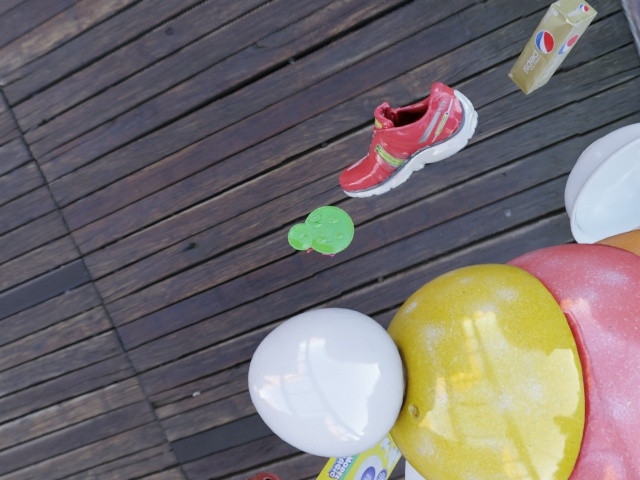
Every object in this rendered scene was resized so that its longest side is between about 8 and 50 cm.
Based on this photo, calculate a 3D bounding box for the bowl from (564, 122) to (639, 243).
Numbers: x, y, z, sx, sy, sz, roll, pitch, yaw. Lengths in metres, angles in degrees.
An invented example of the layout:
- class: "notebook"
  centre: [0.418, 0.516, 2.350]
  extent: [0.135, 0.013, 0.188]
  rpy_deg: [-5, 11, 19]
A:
- class: "bowl"
  centre: [0.623, -0.127, 1.078]
  extent: [0.298, 0.134, 0.297]
  rpy_deg: [-7, 131, -8]

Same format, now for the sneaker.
- class: "sneaker"
  centre: [0.121, -0.169, 0.870]
  extent: [0.118, 0.107, 0.279]
  rpy_deg: [40, 136, -21]

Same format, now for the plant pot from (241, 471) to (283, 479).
- class: "plant pot"
  centre: [-0.102, 0.688, 1.174]
  extent: [0.272, 0.272, 0.265]
  rpy_deg: [-26, 110, 13]

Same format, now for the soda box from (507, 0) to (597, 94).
- class: "soda box"
  centre: [0.419, -0.355, 0.965]
  extent: [0.061, 0.181, 0.058]
  rpy_deg: [-31, 73, -17]

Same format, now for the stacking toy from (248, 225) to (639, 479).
- class: "stacking toy"
  centre: [0.173, 0.124, 0.482]
  extent: [0.480, 0.350, 0.350]
  rpy_deg: [7, 101, -14]

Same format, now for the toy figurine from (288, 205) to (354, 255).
- class: "toy figurine"
  centre: [0.000, 0.000, 1.431]
  extent: [0.173, 0.159, 0.130]
  rpy_deg: [-16, 74, -6]

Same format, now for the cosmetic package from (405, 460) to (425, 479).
- class: "cosmetic package"
  centre: [0.452, 0.629, 1.494]
  extent: [0.385, 0.217, 0.156]
  rpy_deg: [-6, 66, 25]

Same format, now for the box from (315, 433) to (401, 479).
- class: "box"
  centre: [0.048, 0.339, 0.752]
  extent: [0.179, 0.043, 0.105]
  rpy_deg: [-50, 131, -21]
